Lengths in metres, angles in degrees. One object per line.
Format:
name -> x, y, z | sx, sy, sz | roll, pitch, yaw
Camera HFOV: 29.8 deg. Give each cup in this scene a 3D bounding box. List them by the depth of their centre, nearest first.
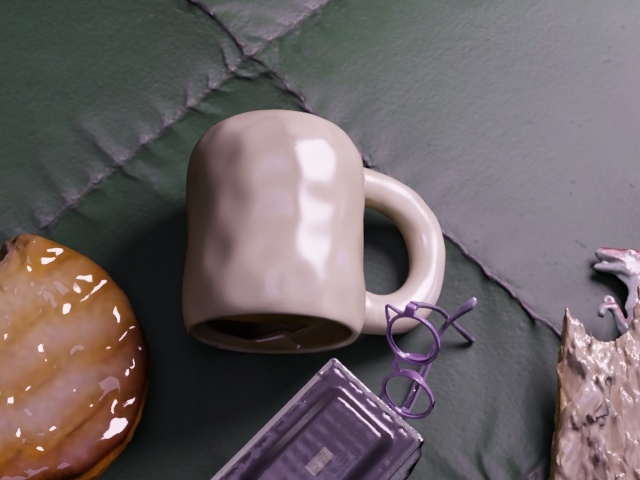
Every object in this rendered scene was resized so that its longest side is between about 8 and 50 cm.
cup -> -0.002, -0.007, 1.148 | 0.255, 0.173, 0.202 | 1, 71, 0

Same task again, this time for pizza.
pizza -> 0.296, 0.171, 1.128 | 0.181, 0.034, 0.262 | -1, 82, 7

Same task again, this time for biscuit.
biscuit -> -0.272, 0.139, 1.117 | 0.213, 0.091, 0.274 | 31, 54, 1

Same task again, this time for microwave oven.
microwave oven -> -0.018, 0.233, 1.064 | 0.129, 0.163, 0.205 | 42, 71, 11

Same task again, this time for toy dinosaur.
toy dinosaur -> 0.390, 0.091, 1.178 | 0.242, 0.053, 0.167 | 3, 67, 9

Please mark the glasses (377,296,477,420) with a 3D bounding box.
glasses -> 0.106, 0.095, 1.159 | 0.062, 0.140, 0.104 | 19, 39, 24
